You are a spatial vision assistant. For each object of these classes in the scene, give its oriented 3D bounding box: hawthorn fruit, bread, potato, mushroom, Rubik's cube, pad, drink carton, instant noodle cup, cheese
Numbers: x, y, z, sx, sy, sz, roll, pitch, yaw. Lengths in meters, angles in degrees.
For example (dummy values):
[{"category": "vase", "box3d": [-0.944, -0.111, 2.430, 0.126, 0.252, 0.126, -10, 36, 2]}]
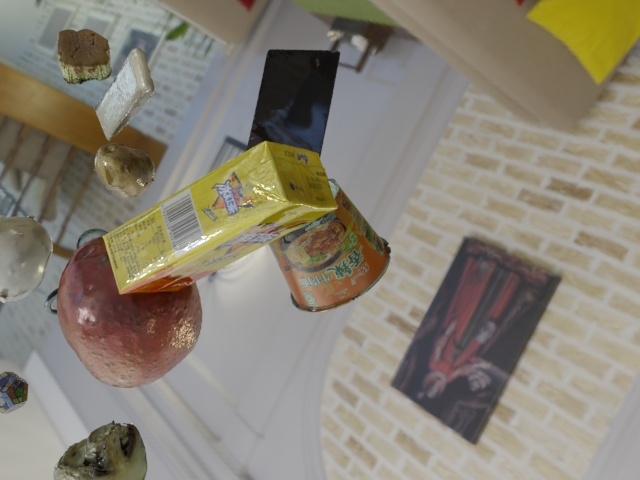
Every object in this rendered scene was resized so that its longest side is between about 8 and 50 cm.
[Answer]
[{"category": "hawthorn fruit", "box3d": [-0.352, 0.113, 1.431, 0.276, 0.299, 0.275, 5, -138, -4]}, {"category": "bread", "box3d": [-0.574, -0.450, 1.880, 0.128, 0.069, 0.140, -8, -123, -14]}, {"category": "potato", "box3d": [-0.476, -0.168, 1.859, 0.137, 0.137, 0.176, 28, -178, 21]}, {"category": "mushroom", "box3d": [-0.582, 0.603, 2.018, 0.267, 0.164, 0.189, -72, -36, -62]}, {"category": "Rubik's cube", "box3d": [-0.801, 0.389, 1.973, 0.093, 0.111, 0.111, 55, -171, 12]}, {"category": "pad", "box3d": [-0.056, -0.257, 1.526, 0.160, 0.264, 0.009, 7, 168, 20]}, {"category": "drink carton", "box3d": [-0.162, -0.029, 1.223, 0.155, 0.351, 0.111, 2, -116, -61]}, {"category": "instant noodle cup", "box3d": [0.000, 0.000, 1.523, 0.182, 0.230, 0.230, 58, 167, -27]}, {"category": "cheese", "box3d": [-0.386, -0.274, 1.507, 0.400, 0.034, 0.085, -14, 97, 65]}]

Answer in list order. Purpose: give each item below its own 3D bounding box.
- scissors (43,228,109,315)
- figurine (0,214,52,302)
[{"category": "scissors", "box3d": [-0.499, 0.100, 1.966, 0.029, 0.256, 0.383, 43, -164, 33]}, {"category": "figurine", "box3d": [-0.793, -0.018, 1.700, 0.394, 0.274, 0.226, 19, -130, -16]}]
